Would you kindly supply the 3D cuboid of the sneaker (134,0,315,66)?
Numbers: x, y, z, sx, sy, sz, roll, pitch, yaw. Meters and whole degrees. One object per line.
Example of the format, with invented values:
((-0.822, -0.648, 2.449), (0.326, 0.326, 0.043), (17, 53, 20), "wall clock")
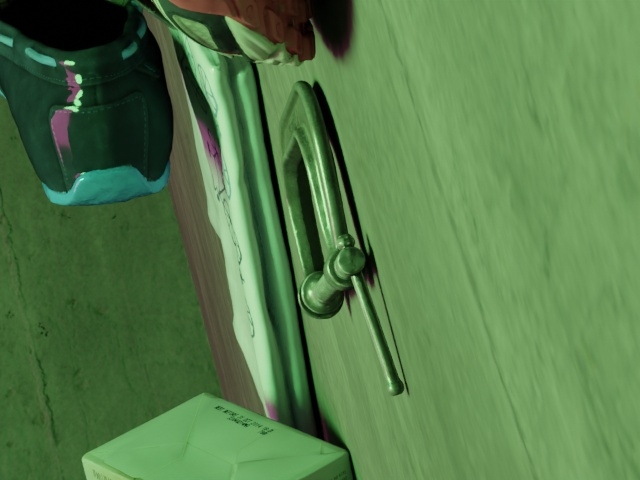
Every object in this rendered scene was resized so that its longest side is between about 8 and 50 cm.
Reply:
((-0.072, -0.137, 0.766), (0.299, 0.112, 0.120), (-121, 18, -67), "sneaker")

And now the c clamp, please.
((0.000, 0.000, 0.827), (0.161, 0.022, 0.137), (161, 95, -83), "c clamp")

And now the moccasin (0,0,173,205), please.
((-0.154, -0.143, 1.235), (0.342, 0.138, 0.116), (-129, 30, -56), "moccasin")

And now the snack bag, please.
((-0.068, -0.057, 1.251), (0.342, 0.037, 0.323), (-112, 10, -54), "snack bag")

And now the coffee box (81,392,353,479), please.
((-0.041, 0.232, 1.116), (0.141, 0.098, 0.246), (16, 124, 50), "coffee box")
